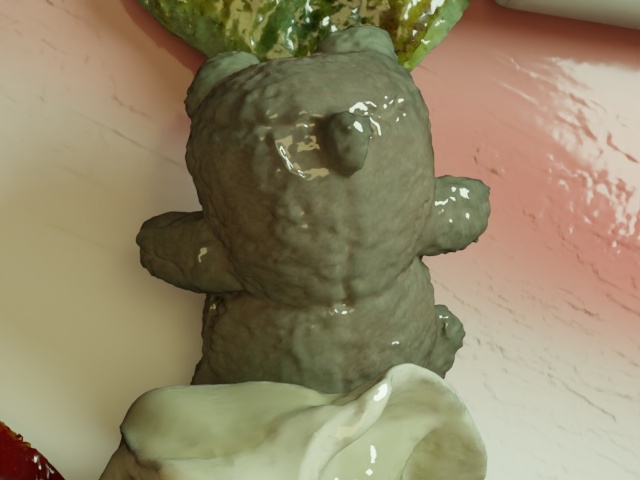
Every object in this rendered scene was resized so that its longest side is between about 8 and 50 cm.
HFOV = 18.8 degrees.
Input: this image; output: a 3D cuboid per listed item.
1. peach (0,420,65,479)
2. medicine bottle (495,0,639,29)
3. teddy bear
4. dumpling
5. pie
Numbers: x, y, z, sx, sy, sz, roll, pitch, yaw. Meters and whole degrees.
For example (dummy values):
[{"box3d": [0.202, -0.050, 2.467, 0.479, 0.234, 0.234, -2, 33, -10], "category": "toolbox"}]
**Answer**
[{"box3d": [-0.210, 0.177, 1.255, 0.127, 0.092, 0.172, -19, 90, -8], "category": "peach"}, {"box3d": [0.298, -0.201, 1.360, 0.341, 0.130, 0.130, 9, 83, -9], "category": "medicine bottle"}, {"box3d": [0.000, 0.000, 1.253, 0.236, 0.151, 0.267, -11, 127, -8], "category": "teddy bear"}, {"box3d": [-0.018, 0.166, 1.212, 0.243, 0.318, 0.187, -24, 59, -9], "category": "dumpling"}, {"box3d": [-0.011, -0.236, 1.336, 0.277, 0.078, 0.277, 1, 83, -11], "category": "pie"}]
